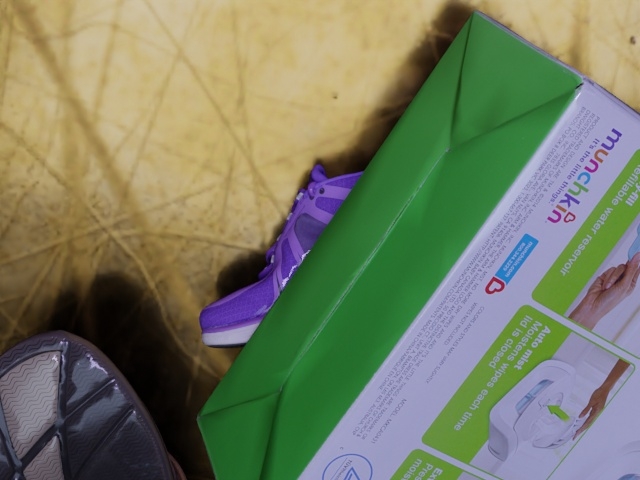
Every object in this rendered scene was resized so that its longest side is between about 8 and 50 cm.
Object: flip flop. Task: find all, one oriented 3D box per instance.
[{"bbox_3d":[-0.112,0.166,0.693,0.112,0.080,0.277,-28,118,4],"label":"flip flop"}]

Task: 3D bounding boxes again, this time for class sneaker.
[{"bbox_3d":[0.000,0.000,0.656,0.170,0.068,0.071,-36,86,2],"label":"sneaker"}]

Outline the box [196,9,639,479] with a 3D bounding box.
[{"bbox_3d":[0.110,0.064,0.594,0.231,0.127,0.262,27,105,-27],"label":"box"}]
